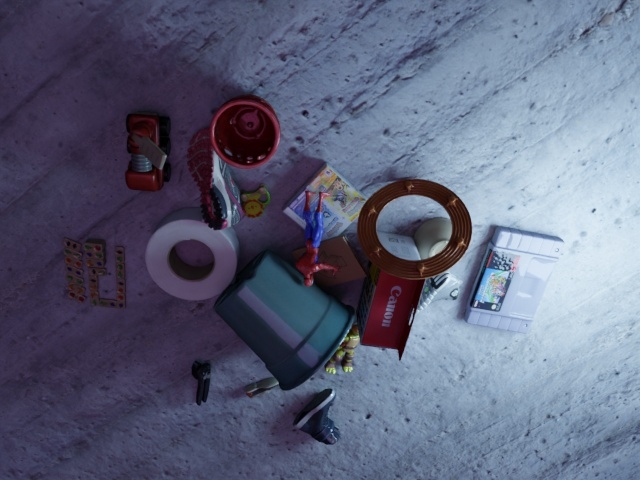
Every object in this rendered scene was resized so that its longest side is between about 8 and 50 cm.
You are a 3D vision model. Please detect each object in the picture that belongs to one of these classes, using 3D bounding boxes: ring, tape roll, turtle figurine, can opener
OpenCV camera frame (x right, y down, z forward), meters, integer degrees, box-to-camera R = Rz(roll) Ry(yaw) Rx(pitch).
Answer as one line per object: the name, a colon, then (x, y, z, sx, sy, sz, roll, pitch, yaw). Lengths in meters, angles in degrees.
ring: (0.272, -0.045, 1.716, 0.336, 0.337, 0.032, -8, 152, 3)
tape roll: (-0.397, 0.043, 1.849, 0.286, 0.100, 0.286, 0, 115, 0)
turtle figurine: (0.085, 0.354, 1.988, 0.269, 0.087, 0.217, -7, 133, -42)
can opener: (-0.418, 0.510, 2.098, 0.059, 0.073, 0.186, -19, 125, -36)

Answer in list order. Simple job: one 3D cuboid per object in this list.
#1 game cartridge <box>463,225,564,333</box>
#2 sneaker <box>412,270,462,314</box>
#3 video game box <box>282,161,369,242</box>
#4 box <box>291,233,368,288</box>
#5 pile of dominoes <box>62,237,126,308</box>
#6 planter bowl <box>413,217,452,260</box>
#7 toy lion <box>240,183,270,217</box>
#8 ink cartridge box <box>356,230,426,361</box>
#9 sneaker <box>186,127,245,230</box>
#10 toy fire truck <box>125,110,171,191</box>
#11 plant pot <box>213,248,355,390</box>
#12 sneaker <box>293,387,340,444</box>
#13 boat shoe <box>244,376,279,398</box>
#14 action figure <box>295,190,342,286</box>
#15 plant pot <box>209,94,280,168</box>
game cartridge: (0.627, 0.135, 1.933, 0.230, 0.068, 0.355, 8, 115, -9)
sneaker: (0.378, 0.191, 1.943, 0.132, 0.086, 0.228, 21, 130, -33)
video game box: (0.017, -0.107, 1.816, 0.187, 0.048, 0.205, 38, 109, -19)
box: (0.030, 0.072, 1.870, 0.201, 0.021, 0.164, -17, 118, 32)
pile of dominoes: (-0.737, 0.115, 1.910, 0.196, 0.040, 0.251, 5, 114, -3)
planter bowl: (0.379, 0.022, 1.847, 0.162, 0.109, 0.162, -1, 115, -1)
toy lion: (-0.200, -0.117, 1.818, 0.100, 0.034, 0.096, -19, 121, 7)
ink cartridge box: (0.211, 0.170, 1.823, 0.130, 0.272, 0.309, 9, 114, -5)
sneaker: (-0.309, -0.184, 1.746, 0.121, 0.112, 0.299, 0, 104, 40)
toy fire truck: (-0.481, -0.228, 1.640, 0.158, 0.246, 0.217, 5, 115, -3)
plant pot: (-0.127, 0.224, 1.832, 0.334, 0.341, 0.341, 44, 107, -10)
sneaker: (0.028, 0.643, 2.134, 0.163, 0.086, 0.226, 37, 119, -5)
boat shoe: (-0.204, 0.529, 2.107, 0.137, 0.049, 0.043, -21, 117, 11)
action figure: (0.000, 0.000, 1.769, 0.091, 0.139, 0.280, 9, 91, 39)
plant pot: (-0.204, -0.315, 1.644, 0.191, 0.174, 0.191, 0, 116, 0)
